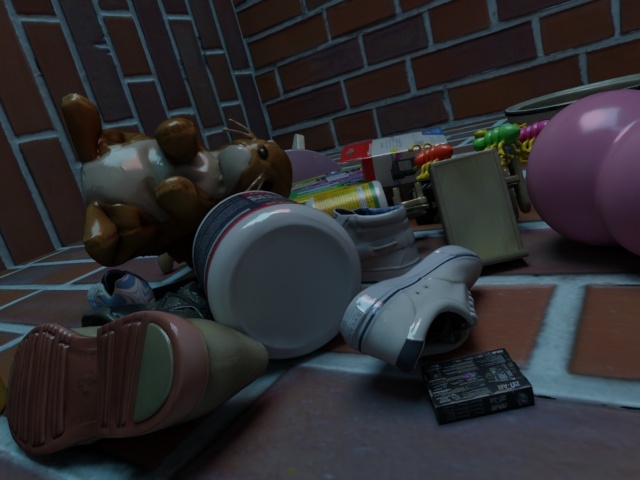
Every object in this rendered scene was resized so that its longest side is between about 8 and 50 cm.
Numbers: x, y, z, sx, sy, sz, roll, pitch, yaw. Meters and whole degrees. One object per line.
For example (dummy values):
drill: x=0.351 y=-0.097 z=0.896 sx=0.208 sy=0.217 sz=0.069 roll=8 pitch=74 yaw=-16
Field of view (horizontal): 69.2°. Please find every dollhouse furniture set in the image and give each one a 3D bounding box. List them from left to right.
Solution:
dollhouse furniture set: x=0.241 y=-0.034 z=0.775 sx=0.212 sy=0.161 sz=0.242 roll=-13 pitch=-7 yaw=9

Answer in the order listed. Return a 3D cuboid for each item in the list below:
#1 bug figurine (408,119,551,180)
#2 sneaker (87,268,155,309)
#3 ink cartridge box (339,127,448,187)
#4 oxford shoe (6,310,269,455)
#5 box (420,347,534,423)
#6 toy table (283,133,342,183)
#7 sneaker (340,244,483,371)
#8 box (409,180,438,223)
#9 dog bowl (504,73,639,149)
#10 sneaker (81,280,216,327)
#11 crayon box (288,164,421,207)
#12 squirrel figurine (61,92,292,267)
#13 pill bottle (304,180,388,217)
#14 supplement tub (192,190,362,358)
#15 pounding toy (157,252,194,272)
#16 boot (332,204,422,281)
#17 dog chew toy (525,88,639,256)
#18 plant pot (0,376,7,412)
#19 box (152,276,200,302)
bug figurine: x=0.313 y=-0.172 z=0.863 sx=0.278 sy=0.072 sz=0.216 roll=-11 pitch=1 yaw=-32
sneaker: x=-0.381 y=0.090 z=0.867 sx=0.237 sy=0.086 sz=0.085 roll=-2 pitch=24 yaw=48
ink cartridge box: x=0.165 y=-0.181 z=1.041 sx=0.230 sy=0.078 sz=0.134 roll=-8 pitch=25 yaw=12
oxford shoe: x=-0.234 y=0.165 z=0.539 sx=0.396 sy=0.141 sz=0.146 roll=-11 pitch=-16 yaw=35
box: x=0.138 y=0.129 z=0.420 sx=0.083 sy=0.018 sz=0.067 roll=-15 pitch=15 yaw=4
toy table: x=-0.070 y=-0.207 z=1.489 sx=0.274 sy=0.252 sz=0.161 roll=19 pitch=9 yaw=-24
sneaker: x=0.130 y=0.078 z=0.518 sx=0.091 sy=0.094 sz=0.258 roll=35 pitch=35 yaw=29
box: x=0.295 y=-0.105 z=1.005 sx=0.147 sy=0.078 sz=0.180 roll=-6 pitch=18 yaw=31
dog bowl: x=0.725 y=-0.332 z=1.260 sx=0.407 sy=0.151 sz=0.408 roll=-15 pitch=15 yaw=4
sneaker: x=-0.254 y=0.125 z=0.720 sx=0.227 sy=0.087 sz=0.130 roll=-6 pitch=16 yaw=23
crayon box: x=0.061 y=-0.112 z=1.218 sx=0.362 sy=0.106 sz=0.313 roll=-15 pitch=17 yaw=-1
squirrel figurine: x=-0.246 y=-0.091 z=0.922 sx=0.370 sy=0.281 sz=0.397 roll=-13 pitch=-20 yaw=-14
pill bottle: x=0.036 y=-0.045 z=0.971 sx=0.208 sy=0.118 sz=0.117 roll=-15 pitch=15 yaw=4
supplement tub: x=-0.077 y=0.030 z=0.656 sx=0.191 sy=0.191 sz=0.272 roll=-20 pitch=17 yaw=-16
pounding toy: x=-0.291 y=-0.025 z=1.167 sx=0.269 sy=0.154 sz=0.155 roll=-16 pitch=15 yaw=-2
boot: x=0.037 y=0.004 z=0.779 sx=0.258 sy=0.124 sz=0.095 roll=-7 pitch=17 yaw=29
dog chew toy: x=0.405 y=-0.066 z=0.545 sx=0.206 sy=0.207 sz=0.332 roll=-18 pitch=23 yaw=-8
plant pot: x=-0.591 y=0.169 z=0.599 sx=0.253 sy=0.239 sz=0.254 roll=-15 pitch=14 yaw=4
box: x=-0.283 y=0.111 z=0.906 sx=0.162 sy=0.029 sz=0.116 roll=-16 pitch=16 yaw=2
